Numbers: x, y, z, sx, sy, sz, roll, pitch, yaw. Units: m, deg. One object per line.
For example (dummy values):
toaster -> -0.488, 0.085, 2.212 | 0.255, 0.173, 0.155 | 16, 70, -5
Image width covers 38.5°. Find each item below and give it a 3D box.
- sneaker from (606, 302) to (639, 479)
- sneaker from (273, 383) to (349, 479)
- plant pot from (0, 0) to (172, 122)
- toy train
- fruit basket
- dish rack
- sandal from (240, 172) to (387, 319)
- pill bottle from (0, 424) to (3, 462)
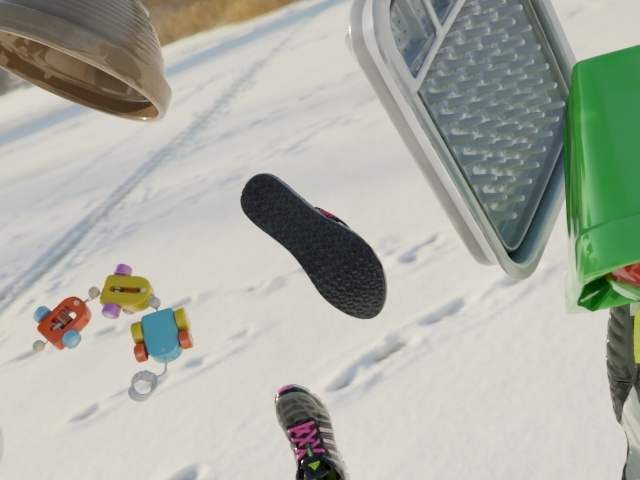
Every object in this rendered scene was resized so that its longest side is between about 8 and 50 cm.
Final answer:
sneaker -> 0.397, 0.173, 0.968 | 0.147, 0.385, 0.145 | 0, 23, 37
sneaker -> -0.009, 0.257, 1.125 | 0.063, 0.171, 0.075 | -20, 15, 7
plant pot -> -0.269, -0.231, 1.028 | 0.237, 0.237, 0.110 | 5, 74, 59
toy train -> -0.204, 0.096, 0.930 | 0.166, 0.046, 0.125 | 29, 68, 24
fruit basket -> 0.376, 0.024, 0.696 | 0.391, 0.392, 0.283 | -19, -14, 8
dish rack -> 0.145, -0.156, 0.868 | 0.072, 0.333, 0.286 | -6, 42, 40
sandal -> 0.000, 0.000, 0.855 | 0.067, 0.179, 0.040 | -54, -20, 19
pill bottle -> -0.495, 0.198, 1.040 | 0.204, 0.204, 0.361 | -25, -25, -13
